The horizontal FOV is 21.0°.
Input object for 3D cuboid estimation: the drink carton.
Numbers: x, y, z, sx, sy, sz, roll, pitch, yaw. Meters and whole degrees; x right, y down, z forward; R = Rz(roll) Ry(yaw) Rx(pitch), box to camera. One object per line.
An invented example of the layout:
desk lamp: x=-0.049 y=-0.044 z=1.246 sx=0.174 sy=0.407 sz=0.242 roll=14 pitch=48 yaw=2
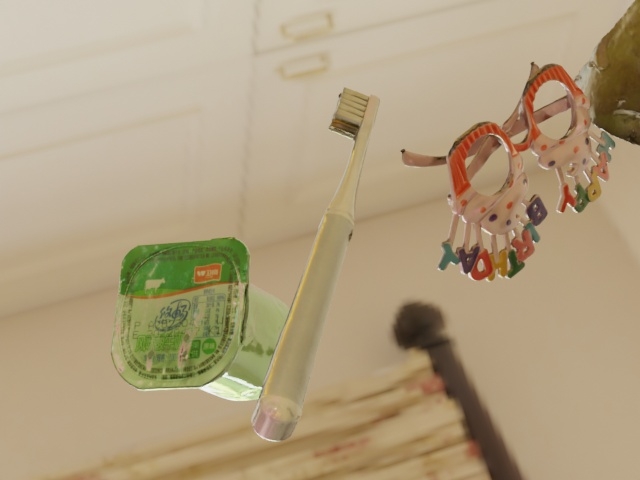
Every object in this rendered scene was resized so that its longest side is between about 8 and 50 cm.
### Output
drink carton: x=-0.102 y=0.089 z=1.657 sx=0.142 sy=0.146 sz=0.144 roll=37 pitch=54 yaw=-58

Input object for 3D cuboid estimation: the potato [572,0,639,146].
potato: x=0.402 y=-0.228 z=1.865 sx=0.269 sy=0.112 sz=0.255 roll=23 pitch=-63 yaw=26

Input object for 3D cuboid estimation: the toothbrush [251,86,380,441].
toothbrush: x=0.002 y=0.001 z=1.028 sx=0.342 sy=0.030 sz=0.025 roll=-76 pitch=-172 yaw=-54

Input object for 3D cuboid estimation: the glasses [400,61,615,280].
glasses: x=0.186 y=-0.064 z=1.709 sx=0.095 sy=0.255 sz=0.162 roll=5 pitch=-51 yaw=59
